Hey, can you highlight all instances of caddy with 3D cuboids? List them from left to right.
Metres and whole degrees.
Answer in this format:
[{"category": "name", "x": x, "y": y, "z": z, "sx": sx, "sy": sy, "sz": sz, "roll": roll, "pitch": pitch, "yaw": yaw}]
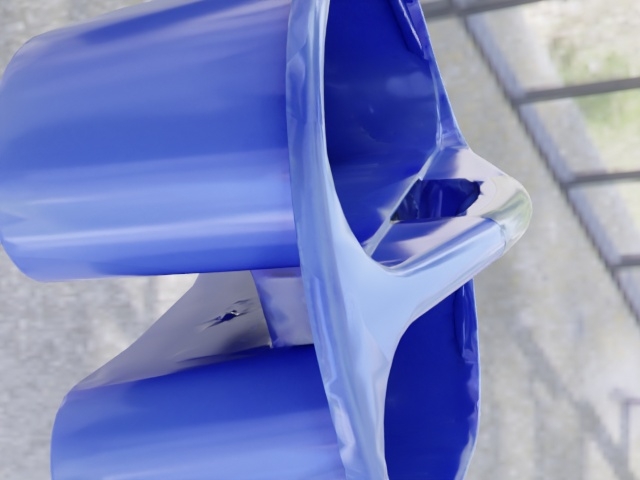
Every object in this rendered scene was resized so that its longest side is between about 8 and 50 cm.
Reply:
[{"category": "caddy", "x": 0.000, "y": 0.000, "z": 0.760, "sx": 0.341, "sy": 0.179, "sz": 0.241, "roll": -52, "pitch": 133, "yaw": -73}]
